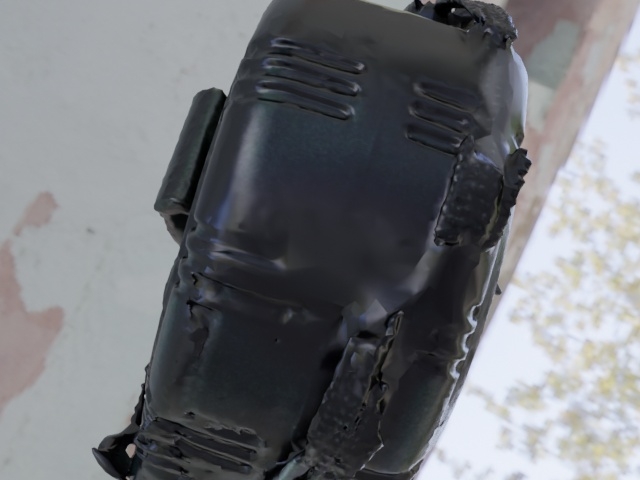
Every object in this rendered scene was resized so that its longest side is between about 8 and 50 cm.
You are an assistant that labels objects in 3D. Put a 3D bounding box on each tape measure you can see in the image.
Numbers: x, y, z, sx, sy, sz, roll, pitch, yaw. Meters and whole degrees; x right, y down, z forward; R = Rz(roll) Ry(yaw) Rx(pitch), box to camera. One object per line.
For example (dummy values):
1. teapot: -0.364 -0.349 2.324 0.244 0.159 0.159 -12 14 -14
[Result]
1. tape measure: 0.000 0.000 0.492 0.186 0.112 0.199 112 173 -51

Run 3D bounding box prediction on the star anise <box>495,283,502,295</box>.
1. star anise: 0.042 0.024 0.930 0.141 0.141 0.042 -28 -59 -37
